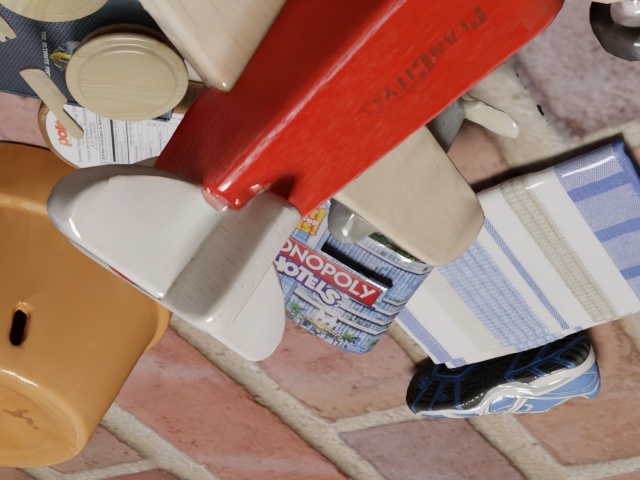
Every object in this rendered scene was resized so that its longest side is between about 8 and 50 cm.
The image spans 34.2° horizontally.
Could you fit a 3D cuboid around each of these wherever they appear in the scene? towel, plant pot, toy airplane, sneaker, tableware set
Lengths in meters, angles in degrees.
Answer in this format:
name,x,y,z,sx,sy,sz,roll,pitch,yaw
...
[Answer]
name,x,y,z,sx,sy,sz,roll,pitch,yaw
towel,0.182,0.023,0.950,0.285,0.034,0.209,-21,130,30
plant pot,-0.292,0.078,0.984,0.291,0.203,0.291,7,141,5
toy airplane,-0.009,-0.124,0.624,0.384,0.272,0.386,-10,134,-27
sneaker,0.186,0.153,1.070,0.211,0.080,0.081,-16,132,30
tableware set,-0.156,-0.154,0.706,0.128,0.039,0.194,-16,144,10

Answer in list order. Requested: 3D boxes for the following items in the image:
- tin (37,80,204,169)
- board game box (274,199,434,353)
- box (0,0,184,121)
name,x,y,z,sx,sy,sz,roll,pitch,yaw
tin,-0.143,-0.091,0.877,0.189,0.040,0.106,10,137,1
board game box,0.000,0.000,0.908,0.194,0.060,0.194,31,136,1
box,-0.187,-0.196,0.737,0.183,0.059,0.233,10,142,-2
